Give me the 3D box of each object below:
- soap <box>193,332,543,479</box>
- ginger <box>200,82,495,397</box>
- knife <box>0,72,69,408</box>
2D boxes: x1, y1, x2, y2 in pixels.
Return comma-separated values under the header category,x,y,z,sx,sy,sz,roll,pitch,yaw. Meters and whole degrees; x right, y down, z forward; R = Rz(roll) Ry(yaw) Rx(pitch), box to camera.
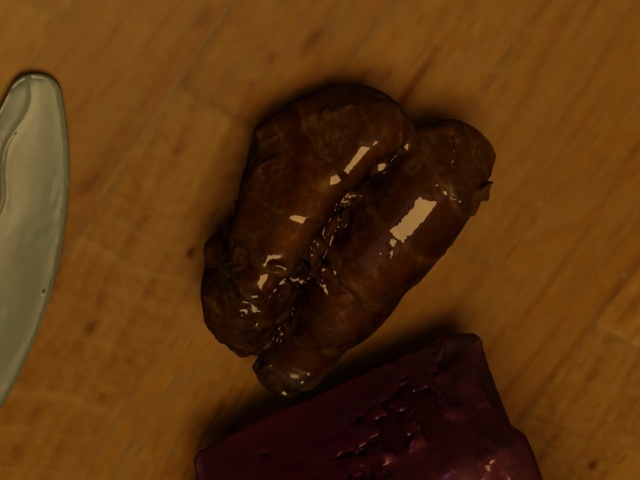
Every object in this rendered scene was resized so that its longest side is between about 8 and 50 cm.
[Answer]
category,x,y,z,sx,sy,sz,roll,pitch,yaw
soap,0.047,0.224,0.964,0.220,0.127,0.324,-23,118,1
ginger,0.000,0.000,0.878,0.103,0.073,0.162,29,107,-21
knife,-0.192,0.073,0.899,0.080,0.044,0.331,31,103,-21
